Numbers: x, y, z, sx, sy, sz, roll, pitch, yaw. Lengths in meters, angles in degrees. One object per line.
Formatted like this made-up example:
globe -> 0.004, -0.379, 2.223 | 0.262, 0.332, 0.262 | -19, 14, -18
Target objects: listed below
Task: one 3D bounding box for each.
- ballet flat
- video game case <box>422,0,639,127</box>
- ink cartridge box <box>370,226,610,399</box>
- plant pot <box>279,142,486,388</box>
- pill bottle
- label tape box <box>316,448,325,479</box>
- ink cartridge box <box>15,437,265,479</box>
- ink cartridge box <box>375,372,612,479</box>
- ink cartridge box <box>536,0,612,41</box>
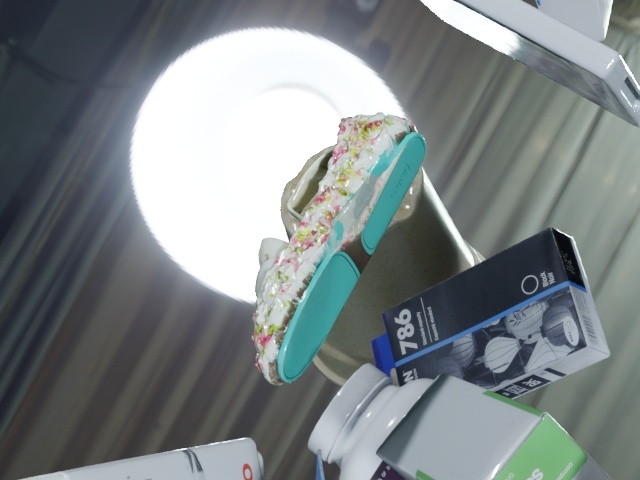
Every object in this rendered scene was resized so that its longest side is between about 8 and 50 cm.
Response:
ballet flat -> 0.000, 0.000, 0.876 | 0.077, 0.241, 0.091 | 20, -26, 26
video game case -> 0.137, -0.146, 0.802 | 0.190, 0.022, 0.173 | 35, 8, 22
ink cartridge box -> 0.185, 0.129, 1.423 | 0.065, 0.332, 0.165 | 20, 48, -45
plant pot -> 0.086, 0.022, 1.768 | 0.334, 0.334, 0.305 | 28, -25, 39
pill bottle -> 0.149, 0.282, 1.297 | 0.323, 0.181, 0.181 | 35, -1, 14
label tape box -> 0.048, 0.344, 0.836 | 0.106, 0.241, 0.334 | 1, 24, -1
ink cartridge box -> -0.149, 0.278, 0.935 | 0.114, 0.197, 0.273 | -14, -10, 26
ink cartridge box -> 0.171, 0.215, 0.876 | 0.219, 0.092, 0.160 | 46, -12, -18
ink cartridge box -> 0.360, -0.390, 1.615 | 0.086, 0.203, 0.148 | -4, -52, 25
